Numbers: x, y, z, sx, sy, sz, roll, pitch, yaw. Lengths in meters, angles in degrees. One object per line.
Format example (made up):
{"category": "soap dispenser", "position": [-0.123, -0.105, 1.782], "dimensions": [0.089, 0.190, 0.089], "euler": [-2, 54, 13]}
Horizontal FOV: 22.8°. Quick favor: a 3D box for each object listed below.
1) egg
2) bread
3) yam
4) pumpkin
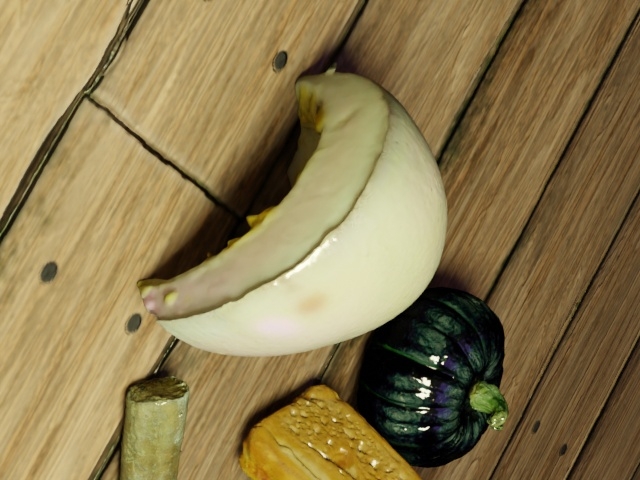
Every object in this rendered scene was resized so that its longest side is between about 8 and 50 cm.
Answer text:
{"category": "egg", "position": [0.010, 0.004, 1.286], "dimensions": [0.162, 0.206, 0.271], "euler": [48, 59, -32]}
{"category": "bread", "position": [0.044, 0.261, 1.464], "dimensions": [0.139, 0.271, 0.077], "euler": [-33, 164, -48]}
{"category": "yam", "position": [-0.142, 0.177, 1.331], "dimensions": [0.054, 0.054, 0.132], "euler": [-24, 130, -47]}
{"category": "pumpkin", "position": [0.115, 0.138, 1.609], "dimensions": [0.194, 0.150, 0.194], "euler": [-169, -90, -89]}
